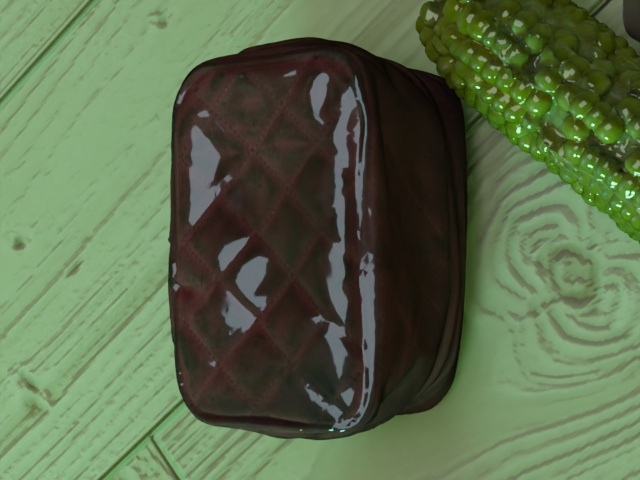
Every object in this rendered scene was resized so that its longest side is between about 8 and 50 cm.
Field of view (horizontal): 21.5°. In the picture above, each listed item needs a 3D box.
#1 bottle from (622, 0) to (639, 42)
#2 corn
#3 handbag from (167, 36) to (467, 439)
[{"bbox_3d":[0.230,-0.119,0.874,0.140,0.053,0.053,12,92,29],"label":"bottle"},{"bbox_3d":[0.157,-0.059,0.892,0.288,0.086,0.086,43,106,23],"label":"corn"},{"bbox_3d":[0.000,0.000,0.948,0.146,0.135,0.225,-1,90,28],"label":"handbag"}]
